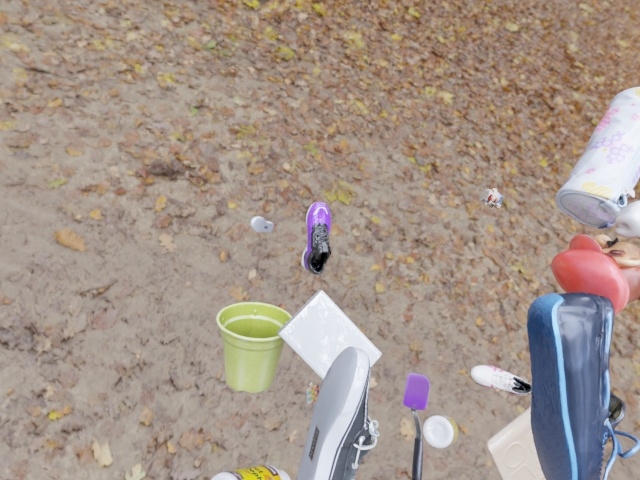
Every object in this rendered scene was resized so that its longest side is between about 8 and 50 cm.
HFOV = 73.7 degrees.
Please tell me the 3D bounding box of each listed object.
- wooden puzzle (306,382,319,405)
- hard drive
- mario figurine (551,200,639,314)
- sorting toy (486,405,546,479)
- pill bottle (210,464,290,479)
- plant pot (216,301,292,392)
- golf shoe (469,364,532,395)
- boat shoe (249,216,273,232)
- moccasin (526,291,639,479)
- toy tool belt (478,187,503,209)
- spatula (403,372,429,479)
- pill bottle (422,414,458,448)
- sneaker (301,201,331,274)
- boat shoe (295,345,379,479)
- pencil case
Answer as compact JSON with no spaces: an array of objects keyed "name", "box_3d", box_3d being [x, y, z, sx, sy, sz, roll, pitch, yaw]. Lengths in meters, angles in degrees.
[{"name":"wooden puzzle","box_3d":[-0.024,0.498,1.387,0.049,0.006,0.083,-12,100,-39]},{"name":"hard drive","box_3d":[0.034,0.344,1.427,0.203,0.040,0.307,-45,99,-13]},{"name":"mario figurine","box_3d":[0.558,0.024,0.717,0.321,0.198,0.170,-3,9,8]},{"name":"sorting toy","box_3d":[0.536,0.553,1.104,0.193,0.038,0.208,-30,99,-14]},{"name":"pill bottle","box_3d":[-0.164,0.607,1.021,0.215,0.117,0.117,29,36,-52]},{"name":"plant pot","box_3d":[-0.248,0.399,1.559,0.276,0.253,0.276,8,16,-2]},{"name":"golf shoe","box_3d":[0.560,0.429,1.324,0.186,0.086,0.067,16,68,-1]},{"name":"boat shoe","box_3d":[-0.194,-0.052,1.353,0.040,0.142,0.049,27,91,17]},{"name":"moccasin","box_3d":[0.385,0.244,0.616,0.117,0.341,0.137,-8,15,0]},{"name":"toy tool belt","box_3d":[0.446,-0.105,1.095,0.051,0.052,0.083,26,15,-2]},{"name":"spatula","box_3d":[0.268,0.525,1.184,0.030,0.084,0.296,10,76,-38]},{"name":"pill bottle","box_3d":[0.428,0.671,1.506,0.184,0.103,0.103,40,26,-58]},{"name":"sneaker","box_3d":[0.001,0.000,1.674,0.102,0.293,0.146,1,16,-18]},{"name":"boat shoe","box_3d":[0.047,0.340,0.754,0.105,0.113,0.306,16,89,-18]},{"name":"pencil case","box_3d":[0.558,-0.158,0.806,0.113,0.124,0.273,34,77,3]}]
